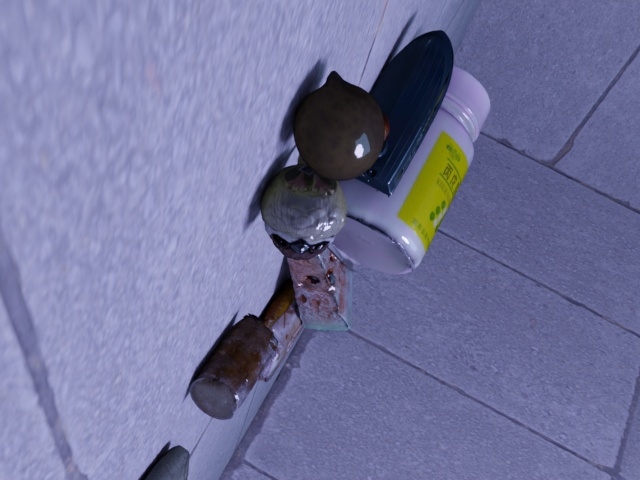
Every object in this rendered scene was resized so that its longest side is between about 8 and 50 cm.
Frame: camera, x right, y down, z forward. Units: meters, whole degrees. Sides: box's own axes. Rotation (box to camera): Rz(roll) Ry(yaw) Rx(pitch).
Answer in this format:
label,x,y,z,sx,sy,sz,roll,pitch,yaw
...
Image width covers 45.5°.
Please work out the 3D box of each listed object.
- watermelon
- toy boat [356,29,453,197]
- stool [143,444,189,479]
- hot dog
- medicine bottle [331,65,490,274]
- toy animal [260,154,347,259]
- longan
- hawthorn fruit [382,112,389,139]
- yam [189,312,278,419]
label,x,y,z,sx,sy,sz,roll,pitch,yaw
watermelon,0.001,0.051,1.348,0.241,0.094,0.154,61,38,-58
toy boat,0.137,-0.223,1.283,0.296,0.114,0.122,-61,168,-4
stool,-0.207,0.495,1.032,0.310,0.226,0.310,-67,174,29
hot dog,-0.071,0.153,1.446,0.268,0.075,0.144,-51,164,-51
medicine bottle,0.161,-0.138,1.432,0.378,0.213,0.213,-61,175,-20
toy animal,-0.020,-0.040,0.841,0.137,0.098,0.098,-91,-160,-51
longan,0.017,-0.116,0.776,0.113,0.092,0.113,-15,108,-58
hawthorn fruit,0.066,-0.166,1.139,0.077,0.077,0.077,-61,175,-9
yam,-0.116,0.172,1.053,0.141,0.079,0.079,-53,170,-51
